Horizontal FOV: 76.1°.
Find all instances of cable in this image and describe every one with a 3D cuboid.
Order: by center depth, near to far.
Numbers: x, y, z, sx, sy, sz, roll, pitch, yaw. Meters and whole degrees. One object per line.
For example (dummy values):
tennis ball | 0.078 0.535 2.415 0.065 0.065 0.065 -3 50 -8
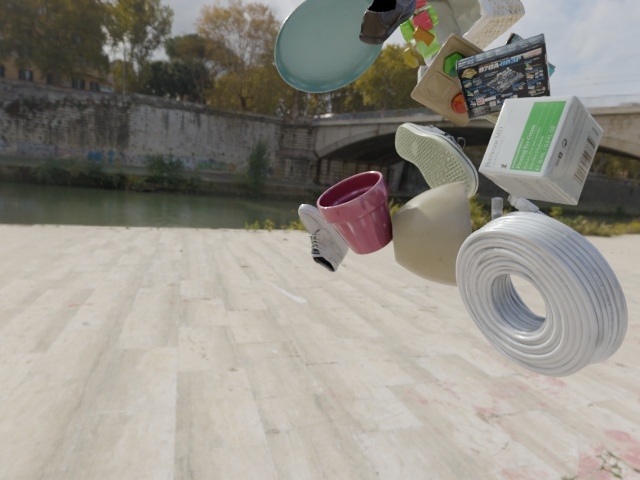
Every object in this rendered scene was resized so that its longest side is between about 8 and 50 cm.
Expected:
cable | 0.329 0.083 0.642 0.089 0.257 0.257 -21 38 -22

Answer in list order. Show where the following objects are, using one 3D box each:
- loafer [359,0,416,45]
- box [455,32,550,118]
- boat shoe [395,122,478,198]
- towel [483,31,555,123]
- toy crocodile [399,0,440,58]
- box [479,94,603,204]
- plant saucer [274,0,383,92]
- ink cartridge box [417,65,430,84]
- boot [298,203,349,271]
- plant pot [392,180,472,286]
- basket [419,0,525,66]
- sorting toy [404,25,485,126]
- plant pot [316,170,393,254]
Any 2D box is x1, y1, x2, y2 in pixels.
loafer | 0.158 -0.522 0.904 0.080 0.220 0.078 22 -28 16
box | 0.502 -0.442 1.124 0.220 0.051 0.175 -8 -40 30
boat shoe | 0.438 -0.306 1.486 0.155 0.187 0.500 -4 32 -15
towel | 0.700 -0.547 1.471 0.370 0.271 0.040 1 31 -44
toy crocodile | 0.303 -0.763 1.322 0.115 0.341 0.105 -24 26 8
box | 0.274 -0.110 0.508 0.102 0.101 0.087 19 1 -37
plant saucer | 0.023 -0.541 1.117 0.317 0.044 0.318 -16 -24 -7
ink cartridge box | 0.429 -0.557 1.407 0.189 0.066 0.232 2 18 9
boot | 0.000 0.000 1.393 0.095 0.123 0.258 -8 -43 46
plant pot | 0.297 -0.010 1.115 0.190 0.284 0.284 -4 6 14
basket | 0.555 -0.921 1.613 0.266 0.328 0.331 -21 -4 -27
sorting toy | 0.387 -0.509 1.268 0.307 0.229 0.041 27 43 -8
plant pot | 0.114 -0.068 1.148 0.201 0.180 0.201 -23 23 10
